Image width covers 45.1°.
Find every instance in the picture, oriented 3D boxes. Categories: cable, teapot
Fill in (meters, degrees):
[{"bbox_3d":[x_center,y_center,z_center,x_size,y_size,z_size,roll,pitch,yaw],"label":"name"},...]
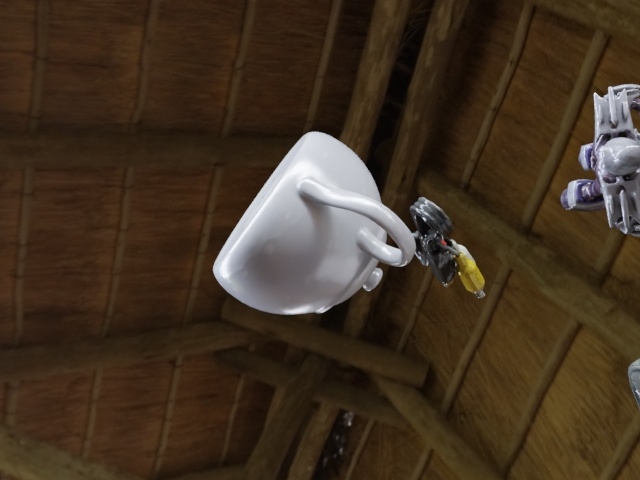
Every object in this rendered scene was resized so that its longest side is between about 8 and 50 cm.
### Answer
[{"bbox_3d":[0.183,-0.009,1.180,0.072,0.287,0.139,-37,-124,-5],"label":"cable"},{"bbox_3d":[0.000,0.000,0.968,0.187,0.256,0.252,35,-66,-8],"label":"teapot"}]

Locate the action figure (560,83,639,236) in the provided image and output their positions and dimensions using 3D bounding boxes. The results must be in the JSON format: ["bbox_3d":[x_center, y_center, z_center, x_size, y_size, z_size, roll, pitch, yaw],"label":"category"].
[{"bbox_3d":[0.376,-0.098,0.978,0.099,0.285,0.185,5,-90,10],"label":"action figure"}]

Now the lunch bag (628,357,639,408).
[{"bbox_3d":[0.514,0.195,0.809,0.256,0.212,0.305,-32,-76,-13],"label":"lunch bag"}]
